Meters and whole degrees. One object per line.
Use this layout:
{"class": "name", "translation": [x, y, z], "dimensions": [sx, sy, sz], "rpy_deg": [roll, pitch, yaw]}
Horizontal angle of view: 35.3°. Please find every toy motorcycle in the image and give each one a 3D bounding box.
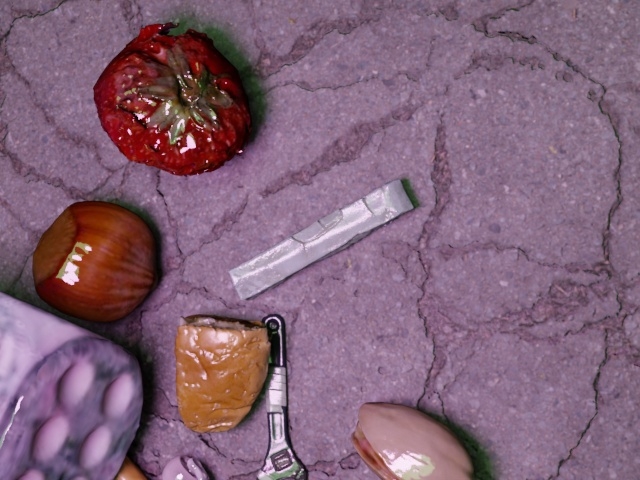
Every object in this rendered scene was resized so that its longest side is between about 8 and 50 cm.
{"class": "toy motorcycle", "translation": [-0.175, 0.466, 1.687], "dimensions": [0.254, 0.112, 0.112], "rpy_deg": [45, 97, 12]}

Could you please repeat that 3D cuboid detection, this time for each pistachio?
{"class": "pistachio", "translation": [0.146, 0.340, 1.599], "dimensions": [0.215, 0.144, 0.144], "rpy_deg": [26, 93, 20]}

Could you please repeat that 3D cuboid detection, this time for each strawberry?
{"class": "strawberry", "translation": [-0.257, -0.226, 1.715], "dimensions": [0.274, 0.220, 0.274], "rpy_deg": [7, 69, -19]}

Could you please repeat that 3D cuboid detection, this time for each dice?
{"class": "dice", "translation": [-0.510, 0.266, 1.631], "dimensions": [0.348, 0.330, 0.328], "rpy_deg": [17, 78, 32]}

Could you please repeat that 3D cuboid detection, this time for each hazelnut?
{"class": "hazelnut", "translation": [-0.393, 0.039, 1.748], "dimensions": [0.186, 0.210, 0.210], "rpy_deg": [0, 85, 38]}

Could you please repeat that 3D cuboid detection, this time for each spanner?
{"class": "spanner", "translation": [-0.070, 0.283, 1.720], "dimensions": [0.087, 0.024, 0.315], "rpy_deg": [-3, 84, 12]}

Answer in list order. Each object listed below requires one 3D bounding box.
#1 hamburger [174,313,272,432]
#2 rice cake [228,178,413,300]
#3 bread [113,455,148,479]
{"class": "hamburger", "translation": [-0.168, 0.230, 1.681], "dimensions": [0.155, 0.135, 0.207], "rpy_deg": [10, 92, 26]}
{"class": "rice cake", "translation": [0.000, 0.000, 1.702], "dimensions": [0.336, 0.063, 0.066], "rpy_deg": [-30, 88, 9]}
{"class": "bread", "translation": [-0.351, 0.451, 1.744], "dimensions": [0.134, 0.085, 0.173], "rpy_deg": [-42, 76, 3]}
